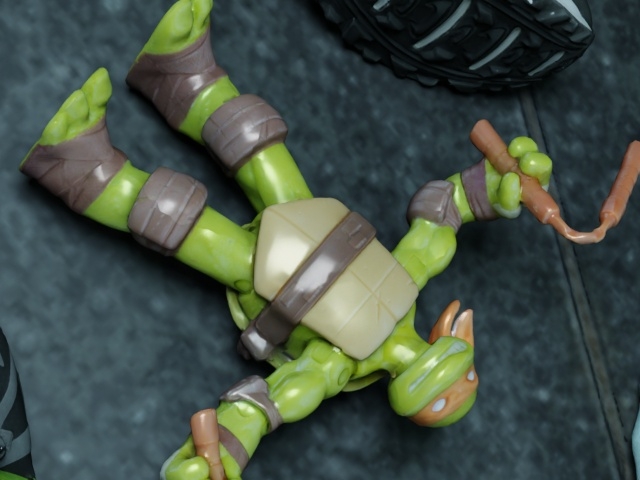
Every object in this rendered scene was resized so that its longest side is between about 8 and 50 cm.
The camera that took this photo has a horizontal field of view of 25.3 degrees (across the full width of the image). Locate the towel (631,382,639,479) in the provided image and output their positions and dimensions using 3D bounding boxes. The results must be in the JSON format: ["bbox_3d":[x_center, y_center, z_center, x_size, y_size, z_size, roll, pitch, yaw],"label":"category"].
[{"bbox_3d":[0.299,0.234,0.615,0.320,0.090,0.374,23,43,-23],"label":"towel"}]

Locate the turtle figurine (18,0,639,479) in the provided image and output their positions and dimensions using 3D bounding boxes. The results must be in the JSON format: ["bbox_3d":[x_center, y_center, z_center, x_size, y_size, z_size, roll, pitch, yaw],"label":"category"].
[{"bbox_3d":[0.000,0.000,0.593,0.217,0.087,0.269,44,68,1],"label":"turtle figurine"}]

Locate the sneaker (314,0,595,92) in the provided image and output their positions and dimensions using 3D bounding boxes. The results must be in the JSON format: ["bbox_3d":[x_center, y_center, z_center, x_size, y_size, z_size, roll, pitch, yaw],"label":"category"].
[{"bbox_3d":[0.017,-0.163,0.650,0.271,0.100,0.108,31,57,-15],"label":"sneaker"}]

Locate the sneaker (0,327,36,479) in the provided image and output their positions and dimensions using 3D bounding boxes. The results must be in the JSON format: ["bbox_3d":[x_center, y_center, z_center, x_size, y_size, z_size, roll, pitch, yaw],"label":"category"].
[{"bbox_3d":[-0.124,0.092,0.504,0.067,0.078,0.188,-7,76,-29],"label":"sneaker"}]
